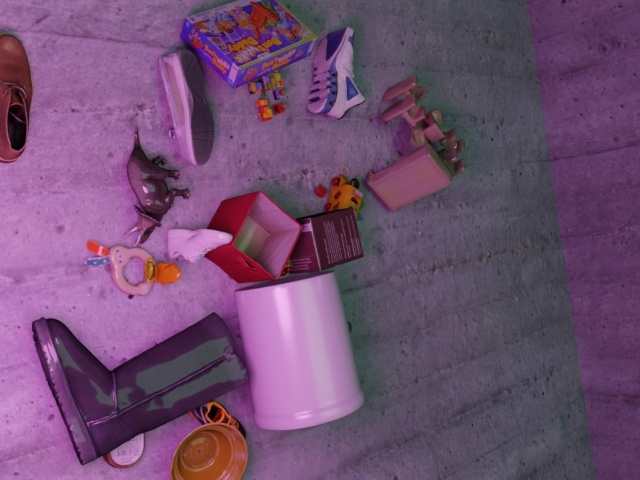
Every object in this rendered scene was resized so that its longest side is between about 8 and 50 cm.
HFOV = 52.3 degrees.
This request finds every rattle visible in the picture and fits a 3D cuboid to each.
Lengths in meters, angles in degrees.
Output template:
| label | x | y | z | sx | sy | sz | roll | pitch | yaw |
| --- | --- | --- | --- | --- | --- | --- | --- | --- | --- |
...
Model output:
| label | x | y | z | sx | sy | sz | roll | pitch | yaw |
| --- | --- | --- | --- | --- | --- | --- | --- | --- | --- |
| rattle | -0.479 | 0.062 | 1.649 | 0.200 | 0.142 | 0.130 | 45 | 72 | -35 |

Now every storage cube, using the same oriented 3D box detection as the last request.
| label | x | y | z | sx | sy | sz | roll | pitch | yaw |
| --- | --- | --- | --- | --- | --- | --- | --- | --- | --- |
| storage cube | -0.204 | -0.006 | 1.868 | 0.183 | 0.193 | 0.215 | 41 | 58 | -31 |

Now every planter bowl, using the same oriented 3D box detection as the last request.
| label | x | y | z | sx | sy | sz | roll | pitch | yaw |
| --- | --- | --- | --- | --- | --- | --- | --- | --- | --- |
| planter bowl | -0.311 | 0.581 | 1.750 | 0.217 | 0.090 | 0.217 | -4 | 98 | -30 |

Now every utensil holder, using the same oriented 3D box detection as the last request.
| label | x | y | z | sx | sy | sz | roll | pitch | yaw |
| --- | --- | --- | --- | --- | --- | --- | --- | --- | --- |
| utensil holder | -0.068 | 0.303 | 1.873 | 0.327 | 0.327 | 0.385 | -12 | 90 | -43 |

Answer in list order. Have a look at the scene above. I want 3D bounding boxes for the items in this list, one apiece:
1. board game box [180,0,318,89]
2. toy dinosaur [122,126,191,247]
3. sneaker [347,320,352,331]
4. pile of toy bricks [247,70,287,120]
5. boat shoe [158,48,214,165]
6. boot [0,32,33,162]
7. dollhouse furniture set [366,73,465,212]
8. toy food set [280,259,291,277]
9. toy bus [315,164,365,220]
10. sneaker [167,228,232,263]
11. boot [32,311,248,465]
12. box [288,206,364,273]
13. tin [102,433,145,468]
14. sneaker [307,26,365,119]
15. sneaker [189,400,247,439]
| label | x | y | z | sx | sy | sz | roll | pitch | yaw |
| --- | --- | --- | --- | --- | --- | --- | --- | --- | --- |
| board game box | -0.206 | -0.606 | 1.946 | 0.233 | 0.078 | 0.347 | 45 | 50 | 10 |
| toy dinosaur | -0.444 | -0.150 | 1.714 | 0.160 | 0.121 | 0.314 | -18 | 100 | -59 |
| sneaker | 0.026 | 0.299 | 2.111 | 0.221 | 0.087 | 0.083 | -6 | 89 | -43 |
| pile of toy bricks | -0.154 | -0.490 | 2.034 | 0.118 | 0.105 | 0.212 | -21 | 99 | -42 |
| boat shoe | -0.381 | -0.367 | 1.829 | 0.118 | 0.103 | 0.320 | -28 | 110 | -61 |
| boot | -0.707 | -0.338 | 1.505 | 0.112 | 0.115 | 0.305 | 1 | 83 | -41 |
| dollhouse furniture set | 0.341 | -0.334 | 2.441 | 0.362 | 0.256 | 0.394 | 45 | 36 | -30 |
| toy food set | -0.131 | 0.077 | 2.021 | 0.083 | 0.020 | 0.083 | -11 | 79 | -15 |
| toy bus | 0.094 | -0.147 | 2.218 | 0.191 | 0.104 | 0.202 | -29 | 104 | -41 |
| sneaker | -0.324 | 0.017 | 1.749 | 0.080 | 0.212 | 0.094 | 15 | 76 | -56 |
| boot | -0.429 | 0.285 | 1.601 | 0.445 | 0.146 | 0.367 | -22 | 104 | -29 |
| box | 0.000 | 0.000 | 2.069 | 0.203 | 0.168 | 0.167 | -17 | 96 | -42 |
| tin | -0.495 | 0.478 | 1.648 | 0.106 | 0.040 | 0.190 | 5 | 81 | -46 |
| sneaker | 0.070 | -0.552 | 2.248 | 0.182 | 0.127 | 0.315 | 23 | 76 | -42 |
| sneaker | -0.276 | 0.506 | 1.812 | 0.215 | 0.083 | 0.084 | 46 | 55 | -30 |
